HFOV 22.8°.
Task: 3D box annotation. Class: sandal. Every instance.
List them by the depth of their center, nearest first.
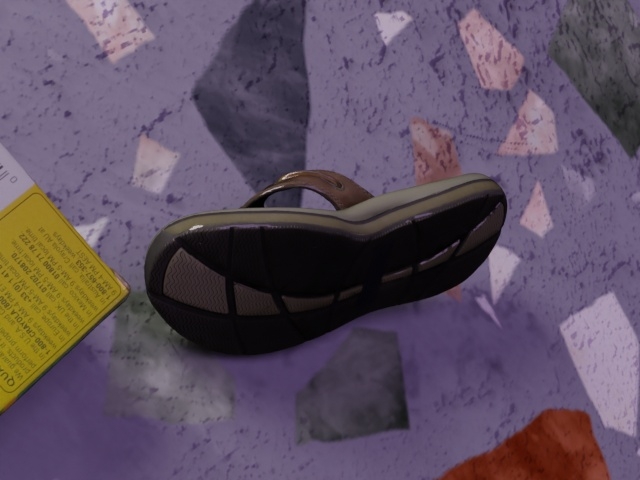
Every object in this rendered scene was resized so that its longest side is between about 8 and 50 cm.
[{"bbox_3d":[0.000,0.001,1.100,0.303,0.120,0.086,-10,47,-40],"label":"sandal"}]

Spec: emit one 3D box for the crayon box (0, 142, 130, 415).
[{"bbox_3d":[-0.281,0.055,0.872,0.202,0.081,0.318,50,49,-5],"label":"crayon box"}]
